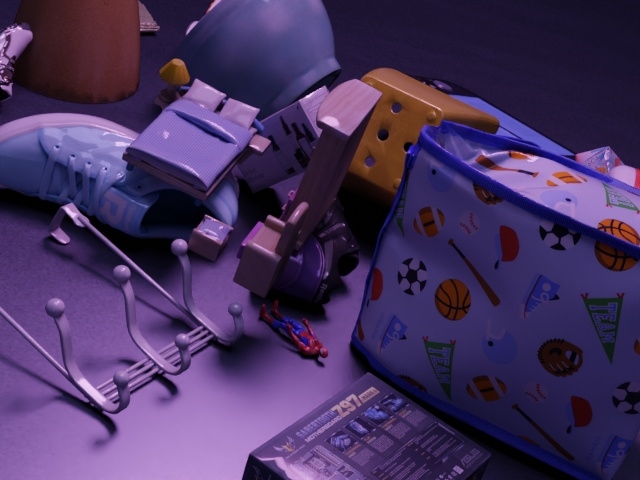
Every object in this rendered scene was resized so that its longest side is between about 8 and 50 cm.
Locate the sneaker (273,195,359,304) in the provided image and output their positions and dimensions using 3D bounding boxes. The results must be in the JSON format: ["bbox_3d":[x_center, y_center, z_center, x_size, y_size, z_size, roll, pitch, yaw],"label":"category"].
[{"bbox_3d":[0.000,0.000,1.653,0.124,0.107,0.283,27,37,-2],"label":"sneaker"}]

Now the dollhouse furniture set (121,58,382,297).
[{"bbox_3d":[-0.122,-0.136,1.493,0.303,0.198,0.286,28,37,6],"label":"dollhouse furniture set"}]

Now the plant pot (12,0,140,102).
[{"bbox_3d":[-0.407,-0.399,1.943,0.237,0.254,0.237,12,31,-7],"label":"plant pot"}]

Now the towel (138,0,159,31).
[{"bbox_3d":[-0.392,-0.447,2.259,0.110,0.027,0.148,-4,37,-31],"label":"towel"}]

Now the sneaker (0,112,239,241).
[{"bbox_3d":[-0.285,-0.079,1.585,0.366,0.135,0.150,8,28,-13],"label":"sneaker"}]

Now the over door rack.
[{"bbox_3d":[-0.282,0.056,1.388,0.324,0.108,0.239,30,31,22],"label":"over door rack"}]

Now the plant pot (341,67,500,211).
[{"bbox_3d":[0.123,-0.149,1.772,0.212,0.212,0.187,29,7,20],"label":"plant pot"}]

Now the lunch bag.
[{"bbox_3d":[0.252,0.062,1.426,0.385,0.327,0.239,22,25,13],"label":"lunch bag"}]

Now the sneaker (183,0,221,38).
[{"bbox_3d":[-0.180,-0.392,2.224,0.121,0.099,0.262,26,38,1],"label":"sneaker"}]

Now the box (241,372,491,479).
[{"bbox_3d":[0.054,0.255,1.268,0.183,0.059,0.233,32,34,24],"label":"box"}]

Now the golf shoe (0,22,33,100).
[{"bbox_3d":[-0.516,-0.268,1.827,0.094,0.077,0.198,38,59,2],"label":"golf shoe"}]

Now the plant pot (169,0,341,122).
[{"bbox_3d":[-0.089,-0.311,1.971,0.196,0.293,0.293,50,36,3],"label":"plant pot"}]

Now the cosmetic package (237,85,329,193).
[{"bbox_3d":[-0.051,-0.146,1.709,0.060,0.239,0.099,-31,97,-32],"label":"cosmetic package"}]

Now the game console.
[{"bbox_3d":[0.312,-0.197,2.058,0.386,0.060,0.342,35,15,25],"label":"game console"}]

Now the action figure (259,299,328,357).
[{"bbox_3d":[-0.031,0.118,1.490,0.115,0.030,0.038,39,31,30],"label":"action figure"}]

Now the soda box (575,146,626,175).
[{"bbox_3d":[0.507,-0.095,1.983,0.183,0.063,0.058,33,52,-48],"label":"soda box"}]

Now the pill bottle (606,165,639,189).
[{"bbox_3d":[0.592,0.009,1.833,0.323,0.181,0.181,19,30,5],"label":"pill bottle"}]
